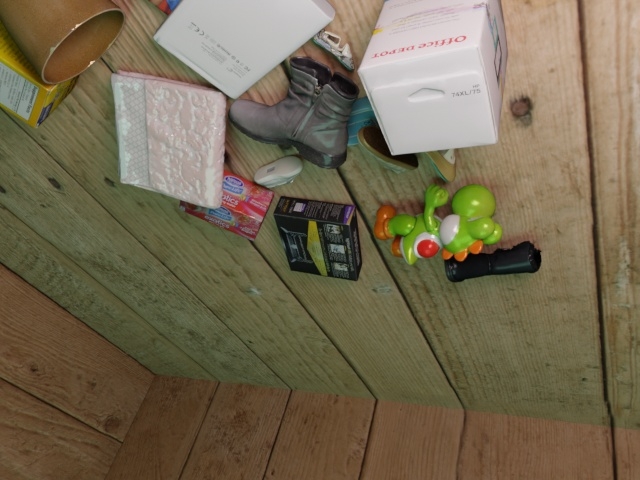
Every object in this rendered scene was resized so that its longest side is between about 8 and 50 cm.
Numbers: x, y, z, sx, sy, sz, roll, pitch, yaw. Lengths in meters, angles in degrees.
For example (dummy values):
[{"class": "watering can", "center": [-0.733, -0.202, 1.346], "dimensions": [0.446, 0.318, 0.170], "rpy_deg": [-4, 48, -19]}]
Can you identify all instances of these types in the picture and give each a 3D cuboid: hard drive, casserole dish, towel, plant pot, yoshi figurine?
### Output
[{"class": "hard drive", "center": [-0.173, -0.462, 1.093], "dimensions": [0.233, 0.047, 0.353], "rpy_deg": [33, 145, -32]}, {"class": "casserole dish", "center": [0.098, -0.283, 1.241], "dimensions": [0.188, 0.037, 0.114], "rpy_deg": [-10, 137, 34]}, {"class": "towel", "center": [-0.409, -0.269, 1.384], "dimensions": [0.317, 0.053, 0.332], "rpy_deg": [14, 121, 8]}, {"class": "plant pot", "center": [-0.611, -0.519, 1.119], "dimensions": [0.254, 0.237, 0.237], "rpy_deg": [46, 140, -12]}, {"class": "yoshi figurine", "center": [0.328, -0.056, 1.373], "dimensions": [0.362, 0.203, 0.203], "rpy_deg": [-3, 101, 51]}]

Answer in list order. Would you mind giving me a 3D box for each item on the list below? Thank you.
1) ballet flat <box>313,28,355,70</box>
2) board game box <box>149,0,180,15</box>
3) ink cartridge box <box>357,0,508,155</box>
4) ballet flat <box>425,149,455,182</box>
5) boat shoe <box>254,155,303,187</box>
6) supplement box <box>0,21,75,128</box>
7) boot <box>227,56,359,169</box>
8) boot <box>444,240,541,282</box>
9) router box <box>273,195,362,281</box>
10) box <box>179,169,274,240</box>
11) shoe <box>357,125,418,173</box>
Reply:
[{"class": "ballet flat", "center": [0.038, -0.411, 1.092], "dimensions": [0.114, 0.041, 0.041], "rpy_deg": [33, 144, -20]}, {"class": "board game box", "center": [-0.291, -0.580, 1.028], "dimensions": [0.145, 0.027, 0.281], "rpy_deg": [34, 143, -19]}, {"class": "ink cartridge box", "center": [0.216, -0.323, 0.920], "dimensions": [0.198, 0.270, 0.197], "rpy_deg": [-1, 141, 28]}, {"class": "ballet flat", "center": [0.272, -0.226, 1.204], "dimensions": [0.073, 0.080, 0.232], "rpy_deg": [-30, 125, 30]}, {"class": "boat shoe", "center": [-0.109, -0.187, 1.456], "dimensions": [0.184, 0.066, 0.063], "rpy_deg": [-16, 146, 37]}, {"class": "supplement box", "center": [-0.793, -0.487, 1.254], "dimensions": [0.356, 0.195, 0.194], "rpy_deg": [36, 143, -22]}, {"class": "boot", "center": [-0.066, -0.327, 1.187], "dimensions": [0.338, 0.118, 0.223], "rpy_deg": [23, 138, 16]}, {"class": "boot", "center": [0.480, 0.056, 1.408], "dimensions": [0.207, 0.094, 0.246], "rpy_deg": [-13, 171, 38]}, {"class": "router box", "center": [0.000, 0.000, 1.641], "dimensions": [0.242, 0.081, 0.309], "rpy_deg": [9, 144, 15]}, {"class": "box", "center": [-0.288, -0.123, 1.569], "dimensions": [0.256, 0.128, 0.123], "rpy_deg": [24, 144, -6]}, {"class": "shoe", "center": [0.154, -0.209, 1.230], "dimensions": [0.058, 0.077, 0.219], "rpy_deg": [-22, 152, 39]}]
